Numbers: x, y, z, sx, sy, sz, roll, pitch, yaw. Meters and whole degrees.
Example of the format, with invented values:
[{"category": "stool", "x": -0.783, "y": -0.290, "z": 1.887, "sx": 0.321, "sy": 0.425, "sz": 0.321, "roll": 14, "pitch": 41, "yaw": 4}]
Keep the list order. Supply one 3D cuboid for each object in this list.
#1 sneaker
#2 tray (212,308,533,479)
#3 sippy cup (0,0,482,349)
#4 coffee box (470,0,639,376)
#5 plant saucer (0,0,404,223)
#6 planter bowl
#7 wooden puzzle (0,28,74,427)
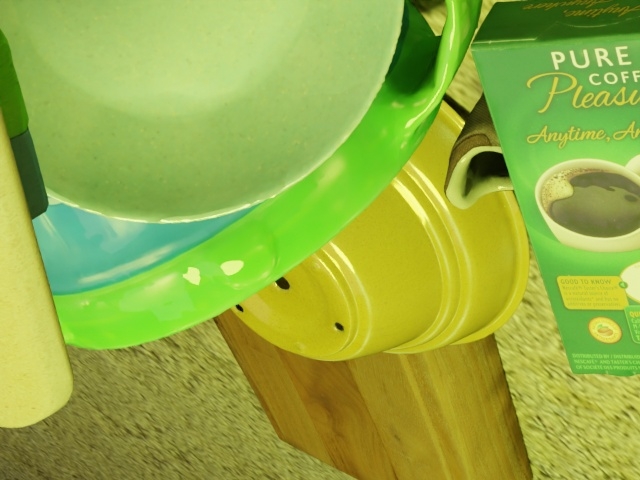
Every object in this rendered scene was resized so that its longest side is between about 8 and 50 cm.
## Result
[{"category": "sneaker", "x": 0.137, "y": -0.031, "z": 0.924, "sx": 0.188, "sy": 0.071, "sz": 0.066, "roll": 10, "pitch": 151, "yaw": 51}, {"category": "tray", "x": 0.026, "y": 0.082, "z": 1.405, "sx": 0.203, "sy": 0.076, "sz": 0.411, "roll": 25, "pitch": 159, "yaw": 23}, {"category": "sippy cup", "x": -0.095, "y": -0.108, "z": 0.904, "sx": 0.224, "sy": 0.305, "sz": 0.240, "roll": 55, "pitch": -177, "yaw": -25}, {"category": "coffee box", "x": 0.143, "y": -0.022, "z": 0.857, "sx": 0.113, "sy": 0.040, "sz": 0.184, "roll": -2, "pitch": 127, "yaw": 29}, {"category": "plant saucer", "x": -0.064, "y": -0.104, "z": 0.778, "sx": 0.195, "sy": 0.195, "sz": 0.037, "roll": 36, "pitch": -164, "yaw": -9}, {"category": "planter bowl", "x": 0.000, "y": 0.000, "z": 1.099, "sx": 0.217, "sy": 0.090, "sz": 0.217, "roll": 25, "pitch": 140, "yaw": 23}, {"category": "wooden puzzle", "x": -0.184, "y": -0.143, "z": 0.644, "sx": 0.348, "sy": 0.080, "sz": 0.322, "roll": 49, "pitch": 161, "yaw": 29}]
